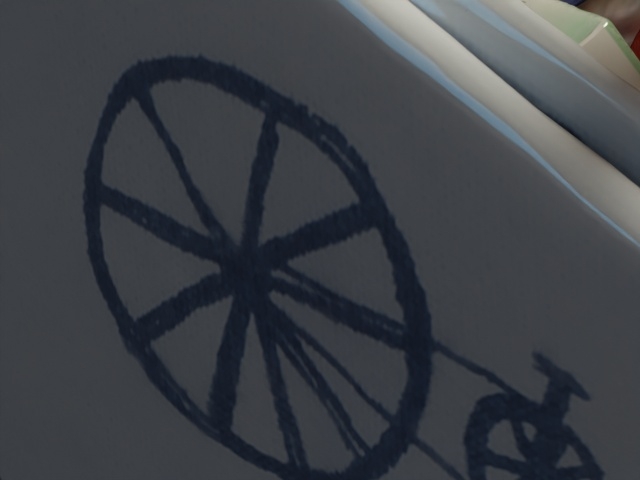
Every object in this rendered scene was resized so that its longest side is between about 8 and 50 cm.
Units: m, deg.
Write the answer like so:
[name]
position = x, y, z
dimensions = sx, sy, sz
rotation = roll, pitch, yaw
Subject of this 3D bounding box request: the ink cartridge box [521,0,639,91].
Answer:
[ink cartridge box]
position = 0.069, 0.012, 0.514
dimensions = 0.056, 0.181, 0.225
rotation = -39, 18, 2

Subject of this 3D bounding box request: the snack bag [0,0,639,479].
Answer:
[snack bag]
position = 0.009, 0.107, 0.430
dimensions = 0.323, 0.037, 0.343
rotation = 40, 132, 22

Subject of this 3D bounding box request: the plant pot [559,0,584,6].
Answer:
[plant pot]
position = 0.002, -0.208, 0.775
dimensions = 0.236, 0.236, 0.212
rotation = -30, 37, 43

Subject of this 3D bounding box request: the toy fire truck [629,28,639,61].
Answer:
[toy fire truck]
position = 0.212, -0.105, 0.417
dimensions = 0.254, 0.169, 0.302
rotation = -49, -10, -32
